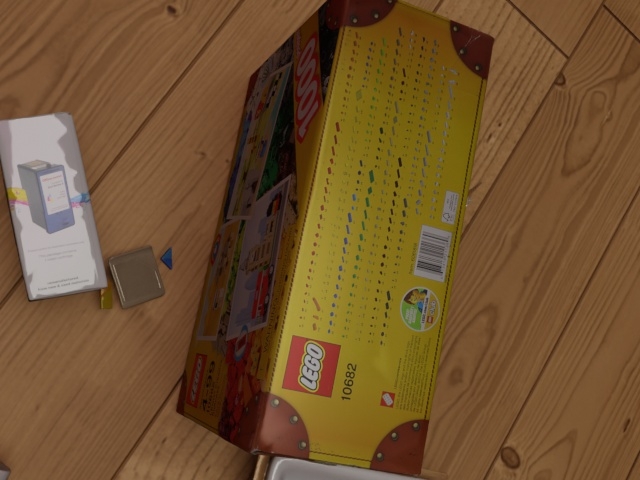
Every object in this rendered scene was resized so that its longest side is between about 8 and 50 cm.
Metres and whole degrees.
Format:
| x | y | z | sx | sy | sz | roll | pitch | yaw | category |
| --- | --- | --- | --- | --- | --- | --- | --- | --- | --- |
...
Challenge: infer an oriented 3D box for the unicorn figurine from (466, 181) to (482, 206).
| x | y | z | sx | sy | sz | roll | pitch | yaw | category |
| --- | --- | --- | --- | --- | --- | --- | --- | --- | --- |
| 0.182 | -0.016 | 1.223 | 0.111 | 0.060 | 0.162 | -1 | 102 | -23 | unicorn figurine |

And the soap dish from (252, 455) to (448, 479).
| x | y | z | sx | sy | sz | roll | pitch | yaw | category |
| --- | --- | --- | --- | --- | --- | --- | --- | --- | --- |
| 0.020 | 0.408 | 1.079 | 0.291 | 0.118 | 0.229 | 16 | 79 | -20 | soap dish |

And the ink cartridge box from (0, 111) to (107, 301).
| x | y | z | sx | sy | sz | roll | pitch | yaw | category |
| --- | --- | --- | --- | --- | --- | --- | --- | --- | --- |
| -0.333 | -0.036 | 0.958 | 0.093 | 0.154 | 0.212 | -10 | 90 | -22 | ink cartridge box |

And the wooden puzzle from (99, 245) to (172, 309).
| x | y | z | sx | sy | sz | roll | pitch | yaw | category |
| --- | --- | --- | --- | --- | --- | --- | --- | --- | --- |
| -0.248 | 0.049 | 1.049 | 0.116 | 0.014 | 0.078 | -11 | 93 | -41 | wooden puzzle |

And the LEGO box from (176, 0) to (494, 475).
| x | y | z | sx | sy | sz | roll | pitch | yaw | category |
| --- | --- | --- | --- | --- | --- | --- | --- | --- | --- |
| 0.000 | 0.000 | 0.973 | 0.193 | 0.372 | 0.500 | 15 | 79 | -20 | LEGO box |

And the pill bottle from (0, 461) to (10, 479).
| x | y | z | sx | sy | sz | roll | pitch | yaw | category |
| --- | --- | --- | --- | --- | --- | --- | --- | --- | --- |
| -0.441 | 0.336 | 0.905 | 0.108 | 0.108 | 0.180 | 30 | 75 | -17 | pill bottle |
